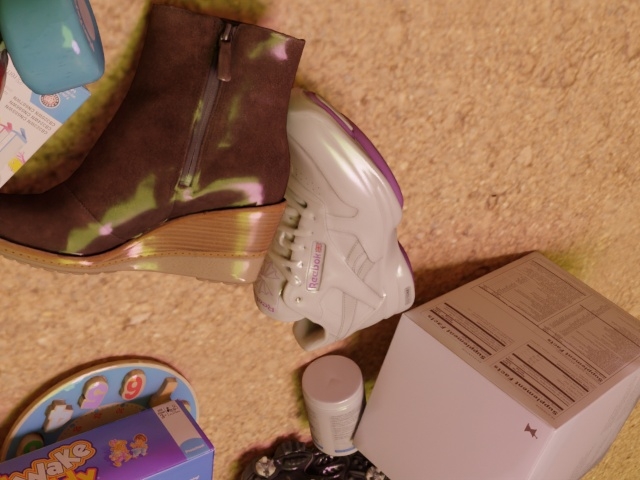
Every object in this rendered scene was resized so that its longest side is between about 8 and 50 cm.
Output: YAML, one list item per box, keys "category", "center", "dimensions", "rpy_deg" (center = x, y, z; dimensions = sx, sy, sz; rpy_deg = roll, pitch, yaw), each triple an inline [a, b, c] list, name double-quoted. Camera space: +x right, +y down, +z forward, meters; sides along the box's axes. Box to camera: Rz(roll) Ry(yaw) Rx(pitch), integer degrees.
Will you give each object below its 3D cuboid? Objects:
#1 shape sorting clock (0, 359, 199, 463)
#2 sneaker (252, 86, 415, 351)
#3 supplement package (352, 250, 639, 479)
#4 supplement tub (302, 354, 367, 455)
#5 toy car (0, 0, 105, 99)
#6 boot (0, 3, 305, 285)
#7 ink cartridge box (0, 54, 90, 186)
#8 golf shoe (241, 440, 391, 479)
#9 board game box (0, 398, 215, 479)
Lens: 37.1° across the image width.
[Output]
- category: "shape sorting clock"
  center: [-0.216, 0.204, 0.954]
  dimensions: [0.206, 0.040, 0.206]
  rpy_deg: [-20, 136, -20]
- category: "sneaker"
  center: [0.000, 0.000, 0.868]
  dimensions: [0.152, 0.114, 0.305]
  rpy_deg: [-31, 138, -10]
- category: "supplement package"
  center: [0.212, 0.171, 1.063]
  dimensions: [0.262, 0.198, 0.199]
  rpy_deg: [-19, 137, -44]
- category: "supplement tub"
  center: [0.018, 0.189, 1.083]
  dimensions: [0.071, 0.071, 0.107]
  rpy_deg: [-24, 137, -16]
- category: "toy car"
  center: [-0.241, -0.121, 0.437]
  dimensions: [0.219, 0.238, 0.210]
  rpy_deg: [-15, 107, -1]
- category: "boot"
  center: [-0.143, -0.078, 0.734]
  dimensions: [0.248, 0.090, 0.207]
  rpy_deg: [7, 103, -13]
- category: "ink cartridge box"
  center: [-0.244, -0.091, 0.634]
  dimensions: [0.143, 0.090, 0.092]
  rpy_deg: [-45, 138, 6]
- category: "golf shoe"
  center: [0.023, 0.289, 1.173]
  dimensions: [0.272, 0.105, 0.120]
  rpy_deg: [-7, 146, -24]
- category: "board game box"
  center: [-0.273, 0.311, 0.897]
  dimensions: [0.347, 0.078, 0.233]
  rpy_deg: [-16, 131, -31]
